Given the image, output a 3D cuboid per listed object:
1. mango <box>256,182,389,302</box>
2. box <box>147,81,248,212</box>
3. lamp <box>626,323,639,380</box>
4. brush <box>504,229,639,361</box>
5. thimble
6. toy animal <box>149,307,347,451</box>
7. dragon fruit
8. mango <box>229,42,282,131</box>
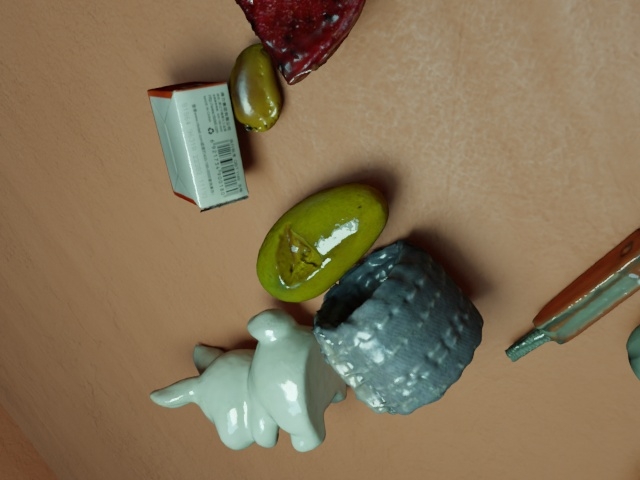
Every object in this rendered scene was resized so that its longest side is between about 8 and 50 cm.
[{"bbox_3d":[0.000,0.000,0.753,0.130,0.167,0.262,39,124,-15],"label":"mango"},{"bbox_3d":[-0.187,-0.152,0.765,0.133,0.099,0.182,23,128,54],"label":"box"},{"bbox_3d":[0.457,0.151,0.634,0.105,0.105,0.105,12,120,21],"label":"lamp"},{"bbox_3d":[0.369,0.077,0.662,0.051,0.070,0.323,38,129,5],"label":"brush"},{"bbox_3d":[0.104,0.119,0.709,0.172,0.236,0.205,48,135,-7],"label":"thimble"},{"bbox_3d":[-0.143,0.263,0.941,0.368,0.196,0.241,-18,99,31],"label":"toy animal"},{"bbox_3d":[-0.014,-0.354,0.584,0.205,0.152,0.316,-29,87,17],"label":"dragon fruit"},{"bbox_3d":[-0.098,-0.227,0.731,0.077,0.063,0.127,-5,111,-6],"label":"mango"}]
